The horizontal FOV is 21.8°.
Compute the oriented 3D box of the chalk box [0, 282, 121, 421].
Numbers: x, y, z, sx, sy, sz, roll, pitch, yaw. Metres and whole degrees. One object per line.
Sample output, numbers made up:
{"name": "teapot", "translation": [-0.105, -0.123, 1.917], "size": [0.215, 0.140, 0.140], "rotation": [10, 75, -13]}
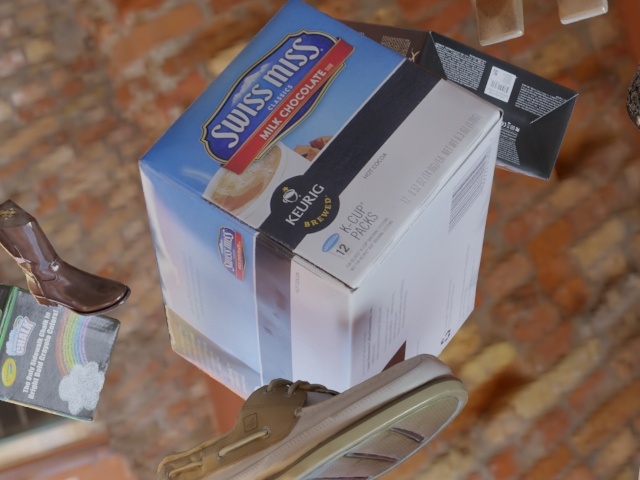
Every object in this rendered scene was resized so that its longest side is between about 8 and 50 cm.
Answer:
{"name": "chalk box", "translation": [-0.369, 0.122, 1.959], "size": [0.132, 0.132, 0.213], "rotation": [6, 168, 47]}

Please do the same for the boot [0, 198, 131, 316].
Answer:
{"name": "boot", "translation": [-0.228, 0.013, 1.429], "size": [0.106, 0.114, 0.037], "rotation": [-1, -136, 26]}

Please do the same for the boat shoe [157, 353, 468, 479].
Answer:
{"name": "boat shoe", "translation": [-0.022, 0.164, 1.359], "size": [0.302, 0.103, 0.113], "rotation": [-34, 152, 21]}

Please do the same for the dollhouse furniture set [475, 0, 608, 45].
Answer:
{"name": "dollhouse furniture set", "translation": [0.145, -0.221, 1.217], "size": [0.259, 0.135, 0.262], "rotation": [-12, 163, 34]}

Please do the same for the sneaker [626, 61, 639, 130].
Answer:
{"name": "sneaker", "translation": [0.285, -0.113, 0.764], "size": [0.281, 0.162, 0.106], "rotation": [-46, -174, -2]}

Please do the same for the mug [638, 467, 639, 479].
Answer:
{"name": "mug", "translation": [0.538, 0.288, 1.843], "size": [0.328, 0.276, 0.374], "rotation": [6, -175, 35]}

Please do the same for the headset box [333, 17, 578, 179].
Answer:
{"name": "headset box", "translation": [0.113, -0.168, 1.906], "size": [0.218, 0.110, 0.293], "rotation": [18, -179, -32]}

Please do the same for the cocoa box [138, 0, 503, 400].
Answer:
{"name": "cocoa box", "translation": [0.000, 0.000, 1.525], "size": [0.231, 0.228, 0.347], "rotation": [-49, 160, -25]}
